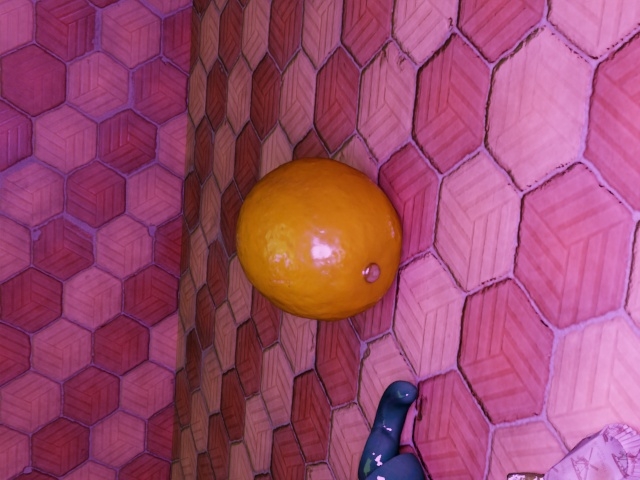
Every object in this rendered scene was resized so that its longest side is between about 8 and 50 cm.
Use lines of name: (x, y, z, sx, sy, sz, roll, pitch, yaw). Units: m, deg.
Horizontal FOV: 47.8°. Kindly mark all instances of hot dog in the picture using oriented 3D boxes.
hot dog: (0.379, 0.320, 0.993, 0.192, 0.053, 0.099, -62, 40, 39)

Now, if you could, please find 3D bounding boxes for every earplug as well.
earplug: (0.154, 0.436, 1.373, 0.257, 0.164, 0.280, -41, 58, 10)

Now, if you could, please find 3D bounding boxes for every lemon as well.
lemon: (0.000, 0.000, 1.437, 0.348, 0.348, 0.347, 2, 93, 63)

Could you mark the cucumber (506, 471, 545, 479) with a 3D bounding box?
cucumber: (0.330, 0.458, 1.086, 0.078, 0.062, 0.211, -8, 73, 18)
